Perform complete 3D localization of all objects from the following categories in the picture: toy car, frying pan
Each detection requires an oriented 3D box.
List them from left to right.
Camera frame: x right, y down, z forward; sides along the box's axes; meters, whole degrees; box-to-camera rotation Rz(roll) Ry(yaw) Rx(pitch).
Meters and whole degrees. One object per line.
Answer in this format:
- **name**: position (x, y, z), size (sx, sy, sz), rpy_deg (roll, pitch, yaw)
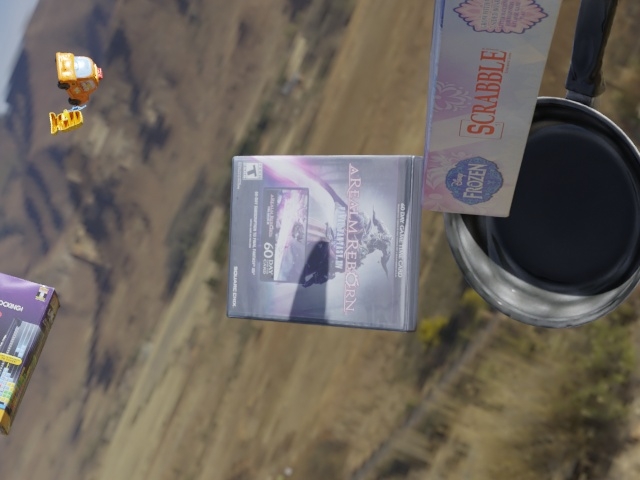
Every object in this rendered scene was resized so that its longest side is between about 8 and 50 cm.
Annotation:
- **toy car**: position (-0.225, -0.130, 1.442), size (0.060, 0.041, 0.122), rpy_deg (71, -173, -46)
- **frying pan**: position (0.189, -0.088, 1.296), size (0.053, 0.197, 0.326), rpy_deg (-13, -82, -56)

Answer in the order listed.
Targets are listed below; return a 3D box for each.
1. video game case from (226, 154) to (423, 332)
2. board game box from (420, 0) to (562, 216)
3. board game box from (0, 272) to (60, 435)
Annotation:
- **video game case**: position (0.000, 0.000, 1.764), size (0.274, 0.026, 0.196), rpy_deg (2, 90, 41)
- **board game box**: position (0.110, -0.219, 0.955), size (0.318, 0.066, 0.318), rpy_deg (87, -171, -68)
- **board game box**: position (-0.350, 0.091, 1.439), size (0.048, 0.170, 0.141), rpy_deg (91, -165, -67)
